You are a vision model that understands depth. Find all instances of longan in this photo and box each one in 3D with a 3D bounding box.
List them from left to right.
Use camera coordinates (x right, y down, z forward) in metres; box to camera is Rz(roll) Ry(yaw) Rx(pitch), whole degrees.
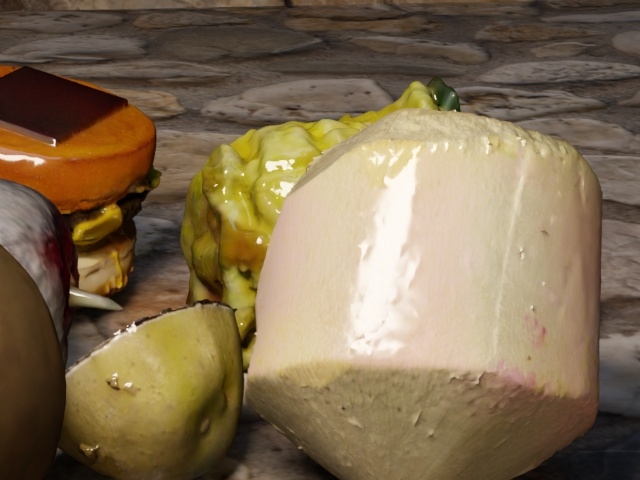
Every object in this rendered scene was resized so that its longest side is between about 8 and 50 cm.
[{"bbox_3d":[-0.326,0.100,1.256,0.297,0.297,0.297,3,20,-1],"label":"longan"}]

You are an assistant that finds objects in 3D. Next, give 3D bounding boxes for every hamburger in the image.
[{"bbox_3d":[-0.311,-0.045,1.770,0.291,0.225,0.291,8,24,-4],"label":"hamburger"}]

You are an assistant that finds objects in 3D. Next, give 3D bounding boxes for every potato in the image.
[{"bbox_3d":[-0.128,0.143,1.424,0.117,0.182,0.202,53,19,17],"label":"potato"}]

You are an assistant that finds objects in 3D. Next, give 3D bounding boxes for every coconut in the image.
[{"bbox_3d":[0.086,0.071,1.415,0.297,0.309,0.297,9,-17,3],"label":"coconut"}]

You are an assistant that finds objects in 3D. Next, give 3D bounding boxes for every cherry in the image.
[{"bbox_3d":[-0.325,0.050,1.521,0.296,0.218,0.255,-7,17,-1],"label":"cherry"}]

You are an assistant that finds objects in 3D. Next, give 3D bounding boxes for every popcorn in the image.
[{"bbox_3d":[-0.008,0.001,1.672,0.237,0.293,0.293,-2,19,-32],"label":"popcorn"}]
